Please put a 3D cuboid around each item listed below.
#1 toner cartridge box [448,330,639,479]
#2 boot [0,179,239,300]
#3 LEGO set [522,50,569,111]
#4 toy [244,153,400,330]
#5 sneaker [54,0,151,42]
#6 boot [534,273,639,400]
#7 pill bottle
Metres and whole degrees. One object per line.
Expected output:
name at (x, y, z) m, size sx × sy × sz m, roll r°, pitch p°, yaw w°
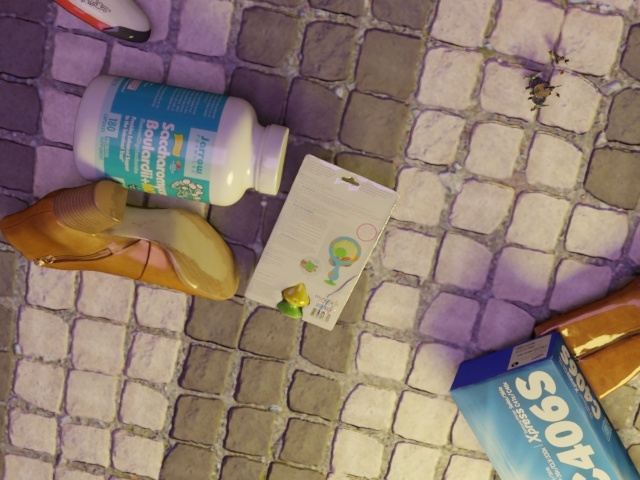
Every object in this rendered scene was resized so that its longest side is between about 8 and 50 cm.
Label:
toner cartridge box at (0.341, 0.310, 1.419) m, size 0.165 × 0.075 × 0.348 m, roll -24°, pitch 104°, yaw 32°
boot at (-0.278, 0.014, 1.394) m, size 0.211 × 0.104 × 0.295 m, roll -16°, pitch 143°, yaw 38°
LEGO set at (0.296, -0.208, 1.315) m, size 0.054 × 0.023 × 0.083 m, roll 43°, pitch 93°, yaw -11°
toy at (0.000, 0.000, 1.386) m, size 0.137 × 0.056 × 0.237 m, roll 22°, pitch 113°, yaw -6°
sneaker at (-0.308, -0.381, 1.275) m, size 0.270 × 0.090 × 0.145 m, roll 35°, pitch 109°, yaw -3°
boot at (0.478, 0.162, 1.373) m, size 0.280 × 0.096 × 0.264 m, roll -35°, pitch 102°, yaw 15°
pill bottle at (-0.179, -0.128, 1.313) m, size 0.264 × 0.146 × 0.146 m, roll 10°, pitch 108°, yaw 2°
